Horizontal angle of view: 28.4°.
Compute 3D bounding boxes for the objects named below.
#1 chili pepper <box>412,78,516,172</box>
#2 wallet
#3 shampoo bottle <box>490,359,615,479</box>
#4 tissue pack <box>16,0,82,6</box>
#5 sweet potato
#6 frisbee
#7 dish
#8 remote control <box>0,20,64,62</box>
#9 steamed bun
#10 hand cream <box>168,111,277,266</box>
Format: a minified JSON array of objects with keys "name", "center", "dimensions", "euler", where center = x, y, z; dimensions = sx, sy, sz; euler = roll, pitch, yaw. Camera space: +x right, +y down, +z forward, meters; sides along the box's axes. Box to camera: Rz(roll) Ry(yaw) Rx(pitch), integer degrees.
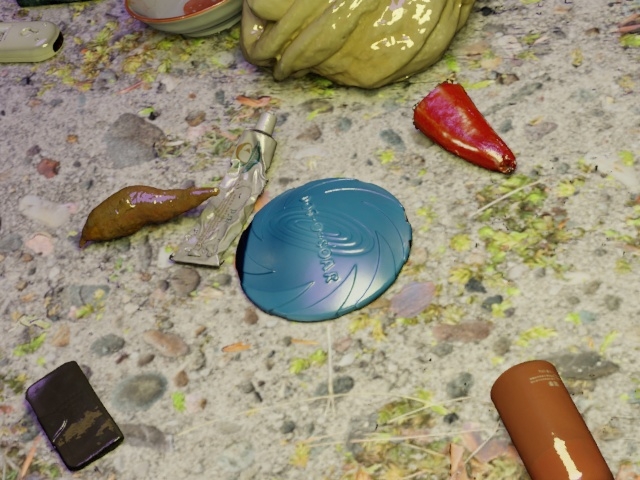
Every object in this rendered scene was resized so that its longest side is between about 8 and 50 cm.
[{"name":"chili pepper","center":[0.207,-0.142,1.712],"dimensions":[0.088,0.065,0.169],"euler":[-44,55,1]},{"name":"wallet","center":[-0.312,0.220,1.591],"dimensions":[0.082,0.018,0.156],"euler":[-33,49,-10]},{"name":"shampoo bottle","center":[0.260,0.241,1.347],"dimensions":[0.085,0.085,0.244],"euler":[-20,49,0]},{"name":"tissue pack","center":[-0.465,-0.510,2.109],"dimensions":[0.185,0.257,0.081],"euler":[-2,52,15]},{"name":"sweet potato","center":[-0.244,-0.051,1.760],"dimensions":[0.226,0.068,0.068],"euler":[-19,47,15]},{"name":"frisbee","center":[0.000,0.000,1.665],"dimensions":[0.242,0.045,0.242],"euler":[-9,47,10]},{"name":"dish","center":[-0.179,-0.397,2.029],"dimensions":[0.260,0.085,0.260],"euler":[-16,39,13]},{"name":"remote control","center":[-0.537,-0.336,2.127],"dimensions":[0.221,0.042,0.078],"euler":[1,50,19]},{"name":"steamed bun","center":[0.049,-0.384,1.860],"dimensions":[0.372,0.230,0.325],"euler":[-3,47,18]},{"name":"hand cream","center":[-0.121,-0.071,1.761],"dimensions":[0.084,0.050,0.257],"euler":[11,63,26]}]
